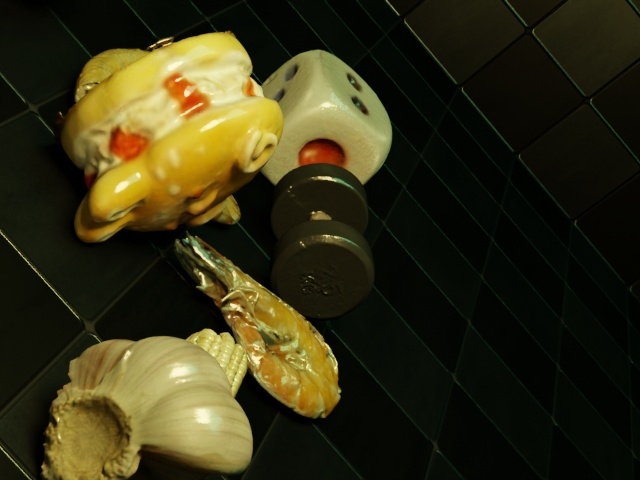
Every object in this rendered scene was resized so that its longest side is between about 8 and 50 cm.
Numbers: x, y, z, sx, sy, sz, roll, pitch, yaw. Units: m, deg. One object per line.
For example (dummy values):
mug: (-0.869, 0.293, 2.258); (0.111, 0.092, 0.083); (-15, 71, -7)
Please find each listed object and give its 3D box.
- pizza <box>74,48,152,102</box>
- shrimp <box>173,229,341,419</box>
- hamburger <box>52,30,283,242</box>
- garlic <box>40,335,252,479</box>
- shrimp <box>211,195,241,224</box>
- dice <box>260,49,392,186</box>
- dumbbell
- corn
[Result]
pizza: (-0.236, -0.205, 1.825); (0.182, 0.074, 0.365); (47, 20, 18)
shrimp: (-0.084, 0.118, 1.640); (0.317, 0.062, 0.164); (46, 25, -21)
hamburger: (-0.188, -0.116, 1.563); (0.303, 0.261, 0.186); (-17, 74, -47)
garlic: (-0.171, 0.226, 1.226); (0.207, 0.207, 0.256); (-28, 115, -68)
shrimp: (-0.192, -0.095, 1.795); (0.195, 0.035, 0.147); (28, 31, -47)
dice: (-0.006, -0.185, 2.095); (0.194, 0.193, 0.191); (38, 27, -27)
dumbbell: (0.000, 0.000, 1.866); (0.152, 0.152, 0.218); (41, 24, -25)
corn: (-0.141, 0.175, 1.408); (0.087, 0.087, 0.211); (47, 26, -11)
